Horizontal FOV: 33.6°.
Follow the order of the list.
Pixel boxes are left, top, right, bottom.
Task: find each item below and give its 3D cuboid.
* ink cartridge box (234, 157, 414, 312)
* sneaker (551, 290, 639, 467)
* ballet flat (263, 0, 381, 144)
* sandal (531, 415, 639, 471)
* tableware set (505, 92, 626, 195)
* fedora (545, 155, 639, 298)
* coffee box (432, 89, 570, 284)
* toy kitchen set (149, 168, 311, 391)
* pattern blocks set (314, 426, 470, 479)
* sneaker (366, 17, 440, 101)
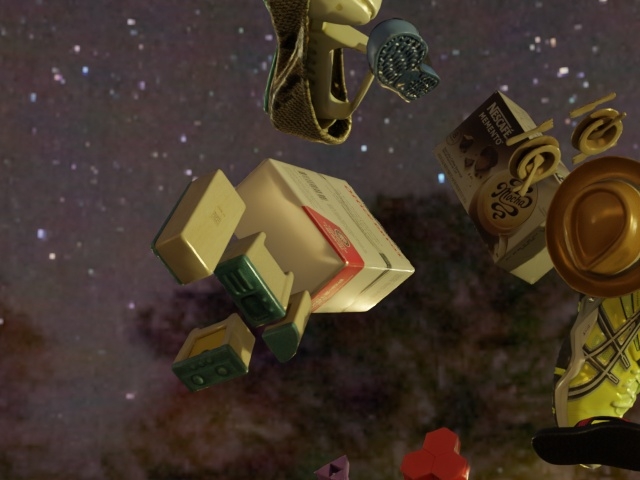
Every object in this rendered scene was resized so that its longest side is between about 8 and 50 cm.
[{"bbox_3d":[0.000,0.000,1.364,0.100,0.172,0.237,-42,-19,16],"label":"ink cartridge box"},{"bbox_3d":[0.462,0.167,1.628,0.147,0.384,0.145,13,3,36],"label":"sneaker"},{"bbox_3d":[0.008,-0.310,1.516,0.182,0.164,0.483,25,-30,16],"label":"ballet flat"},{"bbox_3d":[0.317,0.223,1.195,0.179,0.067,0.040,-12,24,50],"label":"sandal"},{"bbox_3d":[0.387,-0.142,1.651,0.194,0.039,0.128,-24,-38,-2],"label":"tableware set"},{"bbox_3d":[0.376,-0.017,1.409,0.194,0.194,0.079,-13,-6,32],"label":"fedora"},{"bbox_3d":[0.336,-0.096,1.838,0.119,0.297,0.168,27,-60,-40],"label":"coffee box"},{"bbox_3d":[-0.129,0.064,1.104,0.166,0.122,0.207,-22,-64,28],"label":"toy kitchen set"},{"bbox_3d":[0.058,0.355,1.146,0.285,0.325,0.026,-18,-52,5],"label":"pattern blocks set"},{"bbox_3d":[0.094,-0.252,1.381,0.081,0.090,0.232,-32,-15,8],"label":"sneaker"}]
